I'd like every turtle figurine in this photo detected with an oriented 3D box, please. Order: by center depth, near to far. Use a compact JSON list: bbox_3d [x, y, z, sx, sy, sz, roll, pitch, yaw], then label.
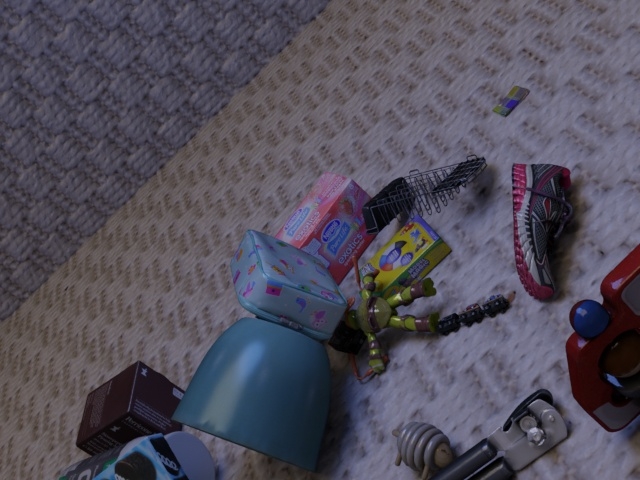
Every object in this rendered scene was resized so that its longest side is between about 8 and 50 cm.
[{"bbox_3d":[0.127,0.135,1.710,0.217,0.087,0.269,-16,62,33],"label":"turtle figurine"}]

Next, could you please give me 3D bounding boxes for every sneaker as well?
[{"bbox_3d":[0.412,-0.030,1.563,0.112,0.121,0.299,-2,55,14],"label":"sneaker"}]

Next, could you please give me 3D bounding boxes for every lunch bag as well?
[{"bbox_3d":[-0.065,0.094,1.749,0.108,0.224,0.279,-59,22,14],"label":"lunch bag"}]

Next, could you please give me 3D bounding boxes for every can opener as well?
[{"bbox_3d":[0.273,0.351,1.352,0.280,0.074,0.093,-41,-4,10],"label":"can opener"}]

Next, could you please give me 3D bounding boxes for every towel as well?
[{"bbox_3d":[0.443,-0.326,1.970,0.083,0.009,0.060,-47,30,3],"label":"towel"}]

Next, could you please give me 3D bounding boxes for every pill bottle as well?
[{"bbox_3d":[-0.415,0.551,1.875,0.361,0.204,0.204,-27,35,33],"label":"pill bottle"}]

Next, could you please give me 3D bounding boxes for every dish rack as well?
[{"bbox_3d":[0.235,-0.106,1.860,0.271,0.074,0.208,-14,18,37],"label":"dish rack"}]

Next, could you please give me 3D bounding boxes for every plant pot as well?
[{"bbox_3d":[-0.112,0.289,1.651,0.293,0.293,0.235,-1,65,53],"label":"plant pot"}]

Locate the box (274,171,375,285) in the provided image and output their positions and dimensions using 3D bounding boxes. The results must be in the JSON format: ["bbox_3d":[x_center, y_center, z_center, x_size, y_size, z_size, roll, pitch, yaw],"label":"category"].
[{"bbox_3d":[0.000,0.000,2.029,0.300,0.154,0.142,-53,30,-7],"label":"box"}]

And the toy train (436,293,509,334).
[{"bbox_3d":[0.290,0.139,1.608,0.158,0.027,0.036,-28,24,33],"label":"toy train"}]

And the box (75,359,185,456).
[{"bbox_3d":[-0.472,0.443,2.115,0.203,0.168,0.167,-34,32,25],"label":"box"}]

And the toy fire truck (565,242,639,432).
[{"bbox_3d":[0.461,0.116,1.170,0.302,0.254,0.169,-44,29,7],"label":"toy fire truck"}]

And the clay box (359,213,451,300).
[{"bbox_3d":[0.168,0.056,1.840,0.222,0.053,0.127,-44,30,6],"label":"clay box"}]

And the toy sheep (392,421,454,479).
[{"bbox_3d":[0.172,0.355,1.448,0.132,0.091,0.091,17,68,39],"label":"toy sheep"}]

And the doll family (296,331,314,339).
[{"bbox_3d":[-0.092,0.227,1.953,0.263,0.118,0.163,-61,33,15],"label":"doll family"}]

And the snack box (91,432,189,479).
[{"bbox_3d":[-0.312,0.568,1.664,0.187,0.060,0.322,-39,75,17],"label":"snack box"}]

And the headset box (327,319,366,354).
[{"bbox_3d":[0.058,0.209,1.826,0.083,0.032,0.062,5,59,54],"label":"headset box"}]
